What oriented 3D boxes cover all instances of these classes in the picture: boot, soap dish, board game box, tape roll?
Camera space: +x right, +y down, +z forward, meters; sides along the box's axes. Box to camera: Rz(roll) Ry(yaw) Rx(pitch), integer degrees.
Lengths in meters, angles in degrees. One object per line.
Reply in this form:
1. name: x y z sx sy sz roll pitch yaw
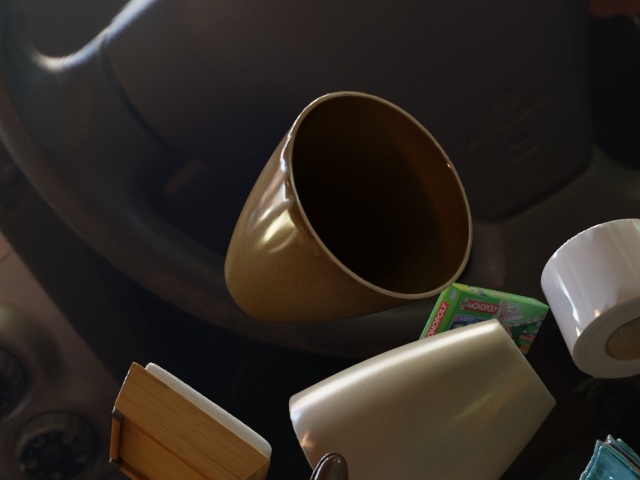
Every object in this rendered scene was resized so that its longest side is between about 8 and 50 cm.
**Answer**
1. boot: 0.017 0.225 0.710 0.114 0.037 0.107 140 144 -69
2. soap dish: -0.234 0.367 1.512 0.290 0.229 0.118 32 47 14
3. board game box: 0.310 0.201 1.727 0.046 0.317 0.214 33 104 43
4. tape roll: 0.532 0.105 1.542 0.246 0.246 0.169 -27 45 15

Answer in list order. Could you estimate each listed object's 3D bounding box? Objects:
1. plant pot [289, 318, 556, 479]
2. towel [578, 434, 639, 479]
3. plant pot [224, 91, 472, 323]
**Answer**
1. plant pot: 0.145 0.227 1.106 0.274 0.256 0.256 -36 37 5
2. towel: 0.378 0.485 1.147 0.271 0.040 0.370 47 120 51
3. plant pot: 0.000 0.000 1.000 0.254 0.237 0.237 -37 28 47
